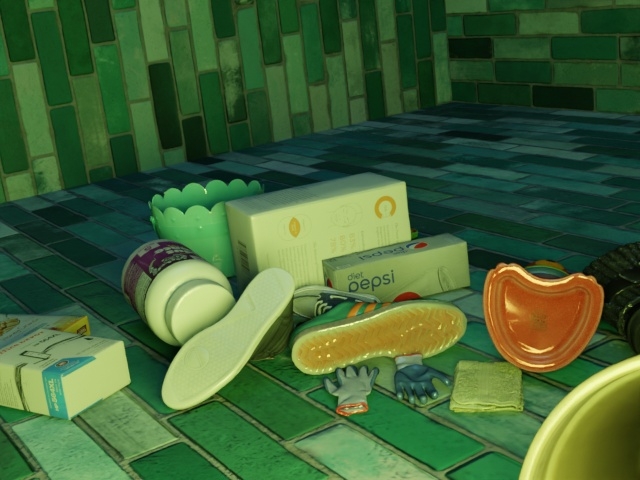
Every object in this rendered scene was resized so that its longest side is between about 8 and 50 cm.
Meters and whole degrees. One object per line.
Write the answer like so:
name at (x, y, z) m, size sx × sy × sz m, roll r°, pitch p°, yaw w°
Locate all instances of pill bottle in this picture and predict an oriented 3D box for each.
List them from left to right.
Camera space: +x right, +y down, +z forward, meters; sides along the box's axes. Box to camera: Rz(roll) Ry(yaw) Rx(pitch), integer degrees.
pill bottle at (-0.264, 0.105, 1.696) m, size 0.169 × 0.169 × 0.301 m, roll -14°, pitch 18°, yaw -23°

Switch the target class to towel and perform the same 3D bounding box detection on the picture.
towel at (0.253, 0.220, 1.355) m, size 0.110 × 0.027 × 0.148 m, roll -2°, pitch 17°, yaw 13°

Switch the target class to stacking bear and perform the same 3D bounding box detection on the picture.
stacking bear at (0.364, 0.106, 1.475) m, size 0.175 × 0.164 × 0.289 m, roll 8°, pitch 9°, yaw 14°

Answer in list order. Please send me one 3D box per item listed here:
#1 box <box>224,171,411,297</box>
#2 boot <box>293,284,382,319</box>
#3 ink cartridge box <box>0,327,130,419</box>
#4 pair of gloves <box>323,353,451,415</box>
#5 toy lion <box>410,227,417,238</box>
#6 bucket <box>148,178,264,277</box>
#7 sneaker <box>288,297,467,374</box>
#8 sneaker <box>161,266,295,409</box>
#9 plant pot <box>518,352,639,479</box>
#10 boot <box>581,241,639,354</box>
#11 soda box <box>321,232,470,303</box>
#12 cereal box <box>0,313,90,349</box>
box at (0.000, 0.000, 1.865) m, size 0.345 × 0.215 × 0.168 m, roll -13°, pitch 17°, yaw -21°
boot at (0.017, 0.129, 1.677) m, size 0.190 × 0.069 × 0.086 m, roll 0°, pitch 15°, yaw 17°
ink cartridge box at (-0.452, 0.222, 1.519) m, size 0.203 × 0.086 × 0.148 m, roll 4°, pitch 20°, yaw 30°
pair of gloves at (0.103, 0.225, 1.406) m, size 0.198 × 0.023 × 0.159 m, roll -7°, pitch 18°, yaw 1°
toy lion at (0.186, -0.020, 2.194) m, size 0.096 × 0.034 × 0.100 m, roll -6°, pitch 14°, yaw -23°
bucket at (-0.258, -0.028, 2.123) m, size 0.281 × 0.183 × 0.281 m, roll -5°, pitch 16°, yaw 2°
sneaker at (0.093, 0.144, 1.532) m, size 0.302 × 0.108 × 0.121 m, roll -9°, pitch 21°, yaw -3°
sneaker at (-0.139, 0.191, 1.509) m, size 0.104 × 0.147 × 0.296 m, roll 32°, pitch 66°, yaw 25°
plant pot at (0.374, 0.242, 0.823) m, size 0.323 × 0.323 × 0.280 m, roll 2°, pitch 2°, yaw 28°
boot at (0.625, 0.084, 1.483) m, size 0.347 × 0.131 × 0.260 m, roll -8°, pitch 16°, yaw -1°
soda box at (0.153, 0.065, 1.792) m, size 0.286 × 0.098 × 0.091 m, roll -11°, pitch 16°, yaw -17°
cereal box at (-0.598, 0.193, 1.744) m, size 0.240 × 0.047 × 0.173 m, roll 0°, pitch 17°, yaw 20°
